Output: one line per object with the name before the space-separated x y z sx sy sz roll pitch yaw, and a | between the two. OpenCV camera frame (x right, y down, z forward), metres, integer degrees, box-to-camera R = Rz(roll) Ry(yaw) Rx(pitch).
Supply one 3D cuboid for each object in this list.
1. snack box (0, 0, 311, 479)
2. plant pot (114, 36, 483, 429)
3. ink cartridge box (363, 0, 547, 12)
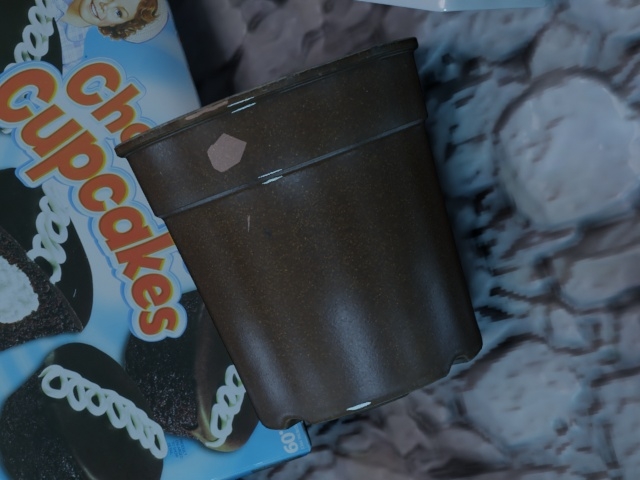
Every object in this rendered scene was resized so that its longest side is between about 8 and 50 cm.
snack box | -0.141 0.001 0.791 0.060 0.187 0.322 89 163 -79
plant pot | 0.000 0.000 0.694 0.167 0.167 0.165 -18 94 42
ink cartridge box | 0.034 -0.230 0.652 0.160 0.093 0.219 15 109 38
